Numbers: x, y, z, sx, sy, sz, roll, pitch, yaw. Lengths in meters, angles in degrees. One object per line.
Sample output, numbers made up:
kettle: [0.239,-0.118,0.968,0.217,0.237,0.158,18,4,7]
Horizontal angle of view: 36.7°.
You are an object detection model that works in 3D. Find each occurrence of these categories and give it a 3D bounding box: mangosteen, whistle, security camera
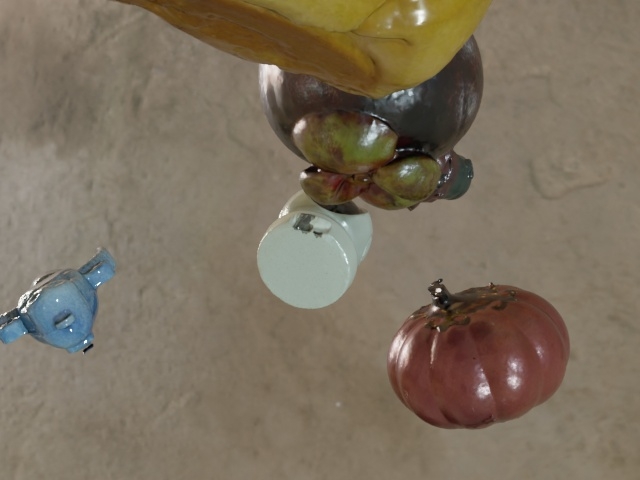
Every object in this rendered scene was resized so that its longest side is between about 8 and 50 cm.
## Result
mangosteen: [0.041,-0.131,0.842,0.210,0.210,0.209,-2,85,32]
whistle: [-0.334,0.078,1.227,0.093,0.180,0.269,60,166,-19]
security camera: [0.000,0.000,1.863,0.195,0.236,0.194,8,118,16]

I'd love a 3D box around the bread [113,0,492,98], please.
bread: [-0.058,-0.186,0.433,0.132,0.294,0.166,5,76,71]

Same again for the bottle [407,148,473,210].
bottle: [0.138,-0.122,1.633,0.156,0.271,0.143,-35,53,45]

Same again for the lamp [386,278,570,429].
lamp: [0.152,0.105,0.950,0.182,0.182,0.140,-8,103,32]
